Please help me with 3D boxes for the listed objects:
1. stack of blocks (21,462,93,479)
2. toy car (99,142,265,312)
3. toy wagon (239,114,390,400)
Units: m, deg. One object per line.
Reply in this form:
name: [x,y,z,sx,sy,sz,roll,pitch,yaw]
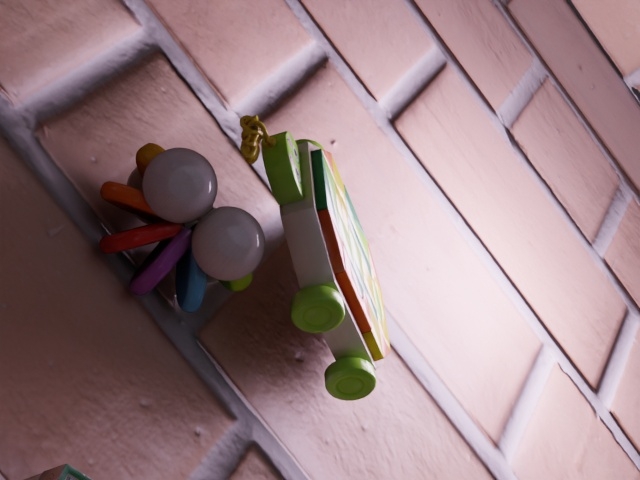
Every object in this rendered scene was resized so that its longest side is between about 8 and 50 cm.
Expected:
stack of blocks: [-0.240,0.320,0.801,0.171,0.087,0.297,40,50,-21]
toy car: [-0.153,-0.004,1.119,0.136,0.159,0.182,-42,101,-16]
toy wagon: [0.000,0.000,1.200,0.267,0.068,0.344,-96,167,-47]
